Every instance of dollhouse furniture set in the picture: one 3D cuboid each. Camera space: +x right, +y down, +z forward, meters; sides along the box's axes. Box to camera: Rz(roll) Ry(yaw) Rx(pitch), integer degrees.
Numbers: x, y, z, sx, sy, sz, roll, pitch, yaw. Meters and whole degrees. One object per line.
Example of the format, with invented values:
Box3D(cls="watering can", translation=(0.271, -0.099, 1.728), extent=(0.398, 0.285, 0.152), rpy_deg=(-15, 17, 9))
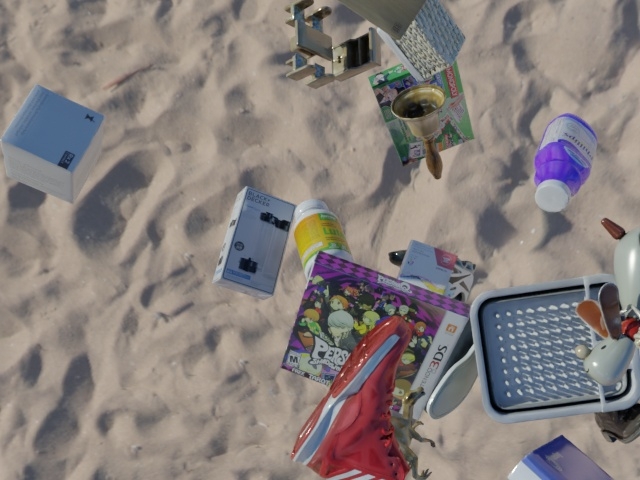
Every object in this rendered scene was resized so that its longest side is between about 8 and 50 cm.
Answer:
Box3D(cls="dollhouse furniture set", translation=(0.034, -0.554, 1.799), extent=(0.161, 0.242, 0.212), rpy_deg=(-12, 75, 43))

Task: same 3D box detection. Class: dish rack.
Box3D(cls="dish rack", translation=(0.489, 0.224, 1.347), extent=(0.333, 0.072, 0.285), rpy_deg=(-8, 91, 2))

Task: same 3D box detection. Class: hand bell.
Box3D(cls="hand bell", translation=(0.255, -0.235, 1.514), extent=(0.126, 0.242, 0.126), rpy_deg=(-12, 45, 13))

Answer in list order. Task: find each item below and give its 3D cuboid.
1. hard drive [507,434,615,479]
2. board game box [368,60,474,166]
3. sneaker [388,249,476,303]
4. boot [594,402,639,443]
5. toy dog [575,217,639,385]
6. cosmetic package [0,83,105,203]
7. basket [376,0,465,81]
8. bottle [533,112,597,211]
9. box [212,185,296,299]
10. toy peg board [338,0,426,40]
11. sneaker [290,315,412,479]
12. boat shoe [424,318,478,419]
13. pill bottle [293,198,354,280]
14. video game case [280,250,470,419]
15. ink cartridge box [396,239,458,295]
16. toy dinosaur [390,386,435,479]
Box3D(cls="hard drive", translation=(0.357, 0.340, 0.666), extent=(0.319, 0.210, 0.040), rpy_deg=(41, 102, 29))
Box3D(cls="board game box", translation=(0.271, -0.340, 1.659), extent=(0.213, 0.317, 0.046), rpy_deg=(-21, 52, 9))
Box3D(cls="sneaker", translation=(0.326, 0.109, 1.832), extent=(0.330, 0.122, 0.146), rpy_deg=(16, 78, -34))
Box3D(cls="boot", translation=(0.633, 0.336, 1.440), extent=(0.091, 0.263, 0.229), rpy_deg=(-28, 72, -13))
Box3D(cls="toy dog", translation=(0.562, 0.088, 1.203), extent=(0.161, 0.220, 0.333), rpy_deg=(28, 63, 13))
Box3D(cls="cosmetic package", translation=(-0.562, -0.198, 1.349), extent=(0.151, 0.184, 0.151), rpy_deg=(24, 64, -12))
Box3D(cls="basket", translation=(0.227, -0.456, 1.412), extent=(0.167, 0.103, 0.113), rpy_deg=(42, 63, -27))
Box3D(cls="bottle", translation=(0.518, -0.165, 1.361), extent=(0.118, 0.092, 0.283), rpy_deg=(40, 46, -3))
Box3D(cls="box", translation=(-0.189, 0.008, 1.842), extent=(0.169, 0.087, 0.290), rpy_deg=(21, 69, -18))
Box3D(cls="toy peg board", translation=(0.119, -0.474, 1.134), extent=(0.161, 0.079, 0.160), rpy_deg=(30, 114, -10))
Box3D(cls="sneaker", translation=(0.072, 0.202, 0.753), extent=(0.128, 0.087, 0.221), rpy_deg=(34, 109, 0))
Box3D(cls="boat shoe", translation=(0.313, 0.275, 1.452), extent=(0.091, 0.114, 0.302), rpy_deg=(21, 51, 43))
Box3D(cls="pill bottle", translation=(0.000, 0.000, 1.767), extent=(0.136, 0.136, 0.245), rpy_deg=(-18, 46, 0))
Box3D(cls="video game case", translation=(0.074, 0.145, 0.945), extent=(0.232, 0.042, 0.210), rpy_deg=(20, 120, 4))
Box3D(cls="ink cartridge box", translation=(0.240, 0.108, 1.535), extent=(0.115, 0.067, 0.198), rpy_deg=(19, 93, 2))
Box3D(cls="toy dinosaur", translation=(0.109, 0.292, 0.882), extent=(0.092, 0.053, 0.183), rpy_deg=(50, 46, -19))
